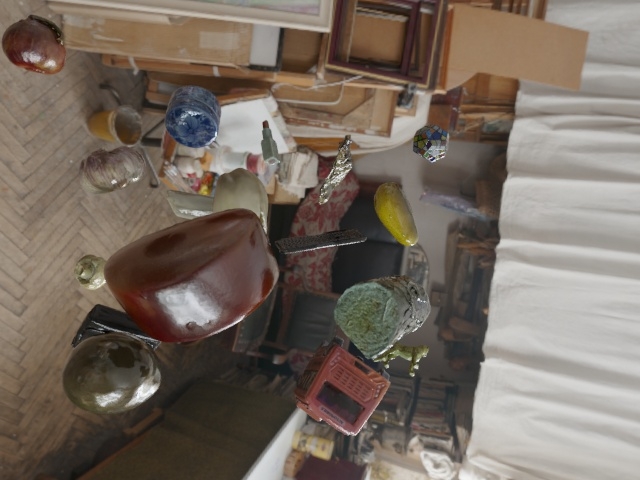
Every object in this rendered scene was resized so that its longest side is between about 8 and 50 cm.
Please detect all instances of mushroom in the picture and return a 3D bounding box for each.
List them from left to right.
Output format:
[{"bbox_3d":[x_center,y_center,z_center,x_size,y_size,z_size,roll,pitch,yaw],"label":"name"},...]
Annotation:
[{"bbox_3d":[-0.912,0.126,1.618,0.112,0.148,0.147,27,72,-62],"label":"mushroom"},{"bbox_3d":[-0.628,-0.176,2.213,0.137,0.409,0.153,-100,-160,-64],"label":"mushroom"}]

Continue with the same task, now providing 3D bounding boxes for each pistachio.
[{"bbox_3d":[-0.283,-0.099,1.474,0.208,0.226,0.331,-21,118,-51],"label":"pistachio"}]

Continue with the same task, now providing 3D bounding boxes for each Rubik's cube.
[{"bbox_3d":[0.318,-0.281,1.167,0.111,0.111,0.093,70,7,-55],"label":"Rubik's cube"}]

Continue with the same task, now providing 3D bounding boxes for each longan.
[{"bbox_3d":[-0.545,0.356,1.086,0.248,0.249,0.247,8,90,-72],"label":"longan"}]

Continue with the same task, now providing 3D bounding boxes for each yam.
[{"bbox_3d":[0.197,0.198,1.174,0.201,0.202,0.271,-54,151,17],"label":"yam"}]

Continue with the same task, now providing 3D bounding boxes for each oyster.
[{"bbox_3d":[0.055,-0.239,1.429,0.128,0.079,0.345,-54,175,-35],"label":"oyster"}]

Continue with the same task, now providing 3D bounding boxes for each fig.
[{"bbox_3d":[-1.000,-0.691,1.433,0.205,0.206,0.204,8,90,-72],"label":"fig"}]

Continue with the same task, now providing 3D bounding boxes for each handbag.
[{"bbox_3d":[-0.664,0.316,1.341,0.223,0.247,0.080,-44,-147,34],"label":"handbag"}]

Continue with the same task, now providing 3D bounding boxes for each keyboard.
[{"bbox_3d":[0.000,-0.001,1.194,0.106,0.263,0.016,-137,-138,-64],"label":"keyboard"}]

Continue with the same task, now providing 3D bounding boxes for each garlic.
[{"bbox_3d":[-0.484,-0.167,0.941,0.147,0.159,0.101,-29,110,-29],"label":"garlic"}]

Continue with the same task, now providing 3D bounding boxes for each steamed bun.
[{"bbox_3d":[-0.295,0.088,0.943,0.248,0.380,0.234,-102,175,-55],"label":"steamed bun"}]

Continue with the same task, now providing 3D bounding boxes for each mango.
[{"bbox_3d":[0.181,-0.060,0.956,0.160,0.076,0.103,65,23,5],"label":"mango"}]

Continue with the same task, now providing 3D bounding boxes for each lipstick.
[{"bbox_3d":[-0.127,-0.243,0.979,0.030,0.030,0.129,31,41,-57],"label":"lipstick"}]

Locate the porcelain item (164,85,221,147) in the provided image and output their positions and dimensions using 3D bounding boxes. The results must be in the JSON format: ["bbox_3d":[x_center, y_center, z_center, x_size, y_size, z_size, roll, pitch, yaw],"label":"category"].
[{"bbox_3d":[-0.357,-0.344,1.140,0.147,0.148,0.114,73,10,-52],"label":"porcelain item"}]

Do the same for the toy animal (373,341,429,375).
[{"bbox_3d":[0.300,0.420,1.507,0.136,0.182,0.073,-52,142,-49],"label":"toy animal"}]

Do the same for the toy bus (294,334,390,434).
[{"bbox_3d":[0.047,0.458,1.274,0.233,0.203,0.427,-53,176,-20],"label":"toy bus"}]
